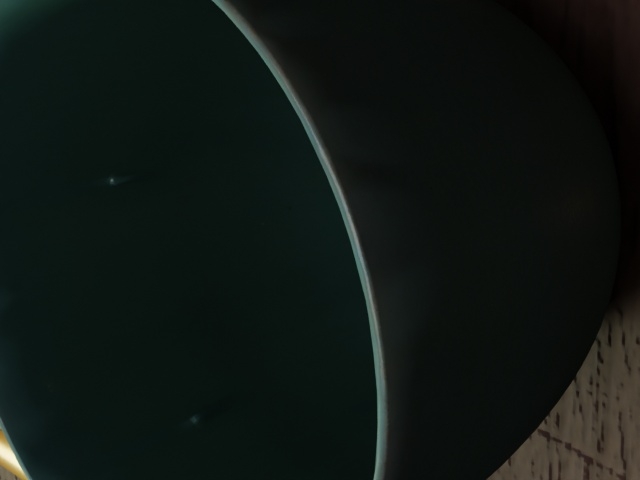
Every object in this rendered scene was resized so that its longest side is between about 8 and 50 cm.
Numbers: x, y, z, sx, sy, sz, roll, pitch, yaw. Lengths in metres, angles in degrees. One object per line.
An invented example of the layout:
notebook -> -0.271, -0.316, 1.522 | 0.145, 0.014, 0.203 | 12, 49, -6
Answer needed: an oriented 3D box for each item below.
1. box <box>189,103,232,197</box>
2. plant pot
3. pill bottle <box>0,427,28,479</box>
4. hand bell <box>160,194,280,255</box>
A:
box -> -0.076, -0.082, 0.707 | 0.136, 0.028, 0.081 | -118, 25, -71
plant pot -> 0.000, 0.000, 0.537 | 0.293, 0.235, 0.293 | 17, 115, 42
pill bottle -> -0.158, 0.109, 0.781 | 0.245, 0.136, 0.136 | 27, 123, 23
hand bell -> -0.110, 0.006, 0.779 | 0.242, 0.126, 0.126 | 24, 121, 55
